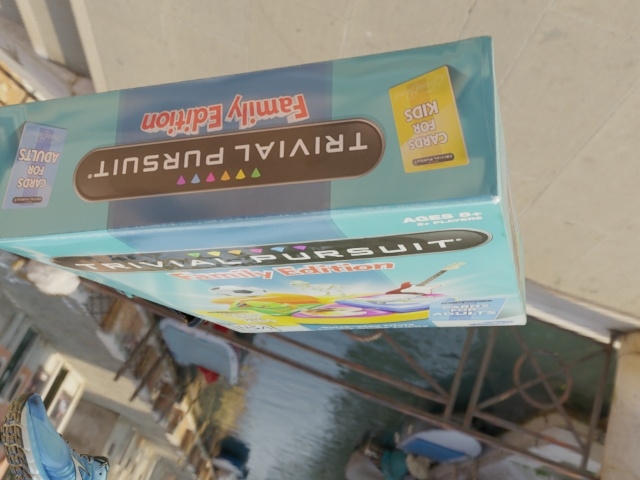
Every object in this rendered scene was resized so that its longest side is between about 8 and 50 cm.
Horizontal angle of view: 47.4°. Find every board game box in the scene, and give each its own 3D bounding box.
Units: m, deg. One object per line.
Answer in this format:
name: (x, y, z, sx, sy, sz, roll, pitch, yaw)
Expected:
board game box: (0.000, 0.000, 0.486, 0.254, 0.079, 0.336, -4, 165, 17)

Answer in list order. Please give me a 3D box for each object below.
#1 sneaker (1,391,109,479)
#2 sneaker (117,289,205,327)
sneaker: (-0.235, 0.208, 0.667, 0.063, 0.073, 0.162, -5, 108, 50)
sneaker: (-0.230, -0.012, 0.878, 0.302, 0.121, 0.108, 38, 124, -18)
